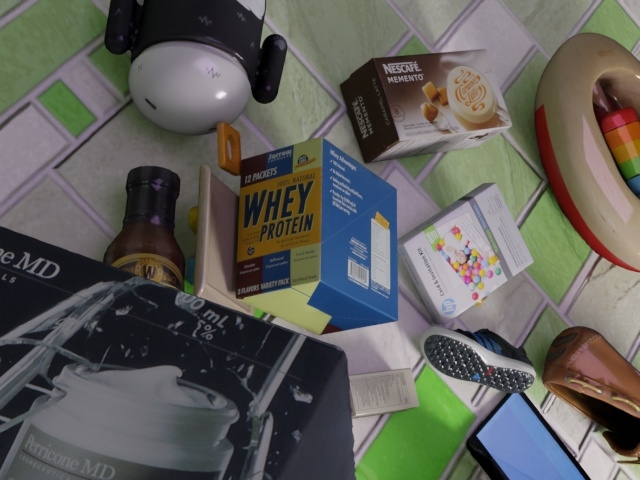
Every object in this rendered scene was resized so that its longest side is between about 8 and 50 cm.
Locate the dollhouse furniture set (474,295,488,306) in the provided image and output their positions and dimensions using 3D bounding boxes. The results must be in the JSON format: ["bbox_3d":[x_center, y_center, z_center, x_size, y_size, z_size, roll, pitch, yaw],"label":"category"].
[{"bbox_3d":[0.227,0.028,1.737,0.076,0.058,0.151,-4,74,-34],"label":"dollhouse furniture set"}]

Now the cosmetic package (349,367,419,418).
[{"bbox_3d":[0.079,0.218,1.577,0.115,0.041,0.060,0,72,-34],"label":"cosmetic package"}]

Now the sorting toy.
[{"bbox_3d":[-0.134,0.016,1.461,0.196,0.047,0.347,50,37,-63],"label":"sorting toy"}]

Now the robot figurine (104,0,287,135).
[{"bbox_3d":[-0.168,-0.278,1.527,0.173,0.209,0.278,61,32,-60],"label":"robot figurine"}]

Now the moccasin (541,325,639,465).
[{"bbox_3d":[0.509,0.297,1.773,0.380,0.139,0.147,41,61,-17],"label":"moccasin"}]

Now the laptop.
[{"bbox_3d":[0.336,0.352,1.616,0.136,0.264,0.234,-38,90,-4],"label":"laptop"}]

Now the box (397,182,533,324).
[{"bbox_3d":[0.221,0.018,1.699,0.186,0.038,0.145,-32,103,-18],"label":"box"}]

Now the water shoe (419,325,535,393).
[{"bbox_3d":[0.233,0.171,1.694,0.203,0.073,0.080,26,31,-21],"label":"water shoe"}]

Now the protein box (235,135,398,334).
[{"bbox_3d":[0.000,0.000,1.507,0.200,0.136,0.201,29,55,-50],"label":"protein box"}]

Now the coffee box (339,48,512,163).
[{"bbox_3d":[0.169,-0.216,1.767,0.246,0.098,0.141,-10,78,-36],"label":"coffee box"}]

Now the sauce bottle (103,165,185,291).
[{"bbox_3d":[-0.227,0.073,1.388,0.111,0.111,0.344,14,64,-29],"label":"sauce bottle"}]

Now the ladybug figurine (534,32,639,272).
[{"bbox_3d":[0.502,-0.134,1.916,0.305,0.162,0.449,-11,78,-36],"label":"ladybug figurine"}]

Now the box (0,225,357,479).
[{"bbox_3d":[-0.277,0.280,1.028,0.480,0.297,0.471,18,53,17],"label":"box"}]
